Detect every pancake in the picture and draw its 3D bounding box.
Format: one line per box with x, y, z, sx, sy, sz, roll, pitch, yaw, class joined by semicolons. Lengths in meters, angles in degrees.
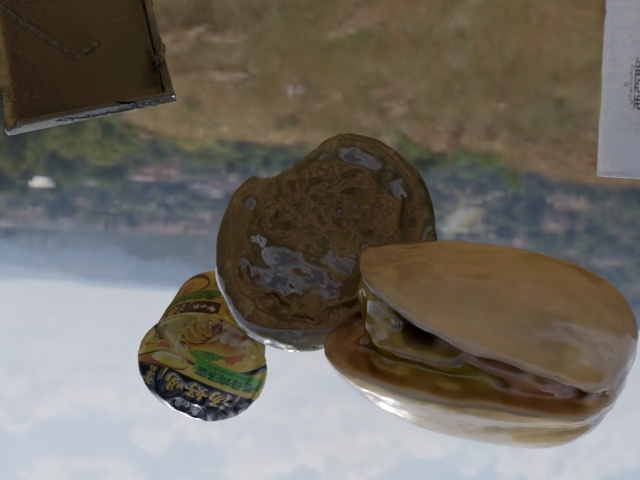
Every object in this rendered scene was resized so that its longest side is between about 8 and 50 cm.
0.000;0.000;1.356;0.236;0.222;0.042;-9;159;17;pancake

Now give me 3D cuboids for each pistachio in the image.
0.157;0.089;1.251;0.299;0.188;0.187;16;174;-15;pistachio

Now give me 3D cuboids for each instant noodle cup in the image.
-0.128;0.113;1.570;0.151;0.151;0.122;3;-147;4;instant noodle cup

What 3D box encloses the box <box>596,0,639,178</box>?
0.362;-0.169;1.488;0.111;0.195;0.260;4;-174;14;box

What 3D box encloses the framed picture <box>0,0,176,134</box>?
-0.299;-0.250;1.660;0.208;0.281;0.019;-11;141;-6;framed picture
